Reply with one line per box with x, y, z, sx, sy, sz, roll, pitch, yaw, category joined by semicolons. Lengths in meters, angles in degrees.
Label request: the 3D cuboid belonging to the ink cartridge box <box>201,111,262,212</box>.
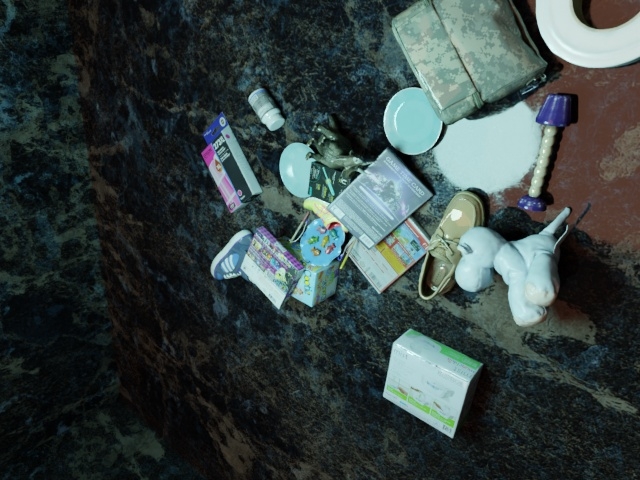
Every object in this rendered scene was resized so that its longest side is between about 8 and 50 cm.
-0.381;-0.315;1.868;0.175;0.069;0.371;-30;83;43;ink cartridge box

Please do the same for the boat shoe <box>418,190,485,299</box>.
0.371;0.025;1.313;0.121;0.110;0.341;28;122;30;boat shoe

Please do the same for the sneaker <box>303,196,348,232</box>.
0.023;-0.086;1.561;0.208;0.081;0.094;20;89;28;sneaker

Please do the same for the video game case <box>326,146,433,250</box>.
0.177;-0.121;1.403;0.196;0.026;0.274;44;116;-5;video game case

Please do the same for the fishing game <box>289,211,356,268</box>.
0.000;0.000;1.605;0.264;0.041;0.189;30;89;38;fishing game

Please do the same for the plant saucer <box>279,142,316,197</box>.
-0.064;-0.252;1.633;0.195;0.037;0.195;16;116;37;plant saucer

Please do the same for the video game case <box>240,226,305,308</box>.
-0.179;0.100;1.664;0.232;0.041;0.210;43;128;21;video game case

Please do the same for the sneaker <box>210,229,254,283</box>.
-0.327;0.134;1.937;0.236;0.130;0.323;53;126;18;sneaker

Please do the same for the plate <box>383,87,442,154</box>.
0.269;-0.344;1.324;0.188;0.024;0.188;15;116;35;plate

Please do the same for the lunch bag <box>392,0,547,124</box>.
0.354;-0.453;1.086;0.256;0.212;0.305;-27;90;26;lunch bag

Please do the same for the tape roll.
0.601;-0.501;0.931;0.286;0.100;0.286;15;114;36;tape roll

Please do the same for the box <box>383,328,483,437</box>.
0.354;0.453;1.476;0.262;0.126;0.231;22;118;34;box

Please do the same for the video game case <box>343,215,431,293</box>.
0.217;0.021;1.502;0.204;0.025;0.285;52;132;14;video game case

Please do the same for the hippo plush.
0.456;0.064;1.141;0.236;0.234;0.294;16;118;18;hippo plush

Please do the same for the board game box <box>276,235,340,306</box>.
-0.084;0.108;1.712;0.275;0.142;0.144;25;120;32;board game box

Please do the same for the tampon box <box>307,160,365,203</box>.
0.055;-0.190;1.510;0.161;0.101;0.121;26;121;30;tampon box

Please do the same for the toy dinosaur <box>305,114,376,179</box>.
0.044;-0.283;1.424;0.121;0.160;0.314;-54;27;24;toy dinosaur

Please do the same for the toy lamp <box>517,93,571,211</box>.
0.541;-0.209;1.104;0.080;0.080;0.275;19;117;34;toy lamp

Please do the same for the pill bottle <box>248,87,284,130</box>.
-0.191;-0.466;1.635;0.078;0.078;0.137;-42;78;41;pill bottle
